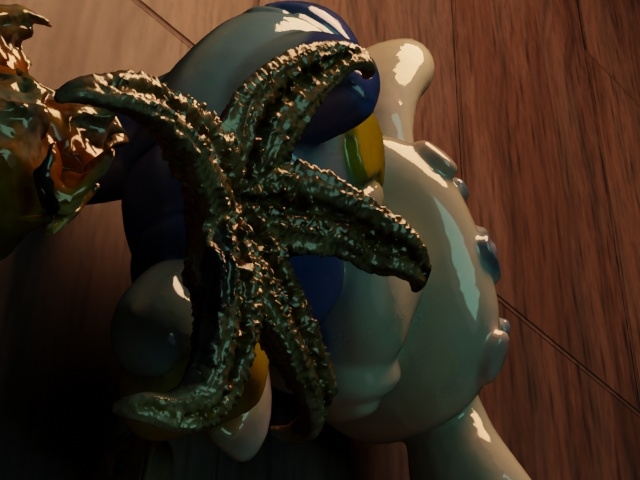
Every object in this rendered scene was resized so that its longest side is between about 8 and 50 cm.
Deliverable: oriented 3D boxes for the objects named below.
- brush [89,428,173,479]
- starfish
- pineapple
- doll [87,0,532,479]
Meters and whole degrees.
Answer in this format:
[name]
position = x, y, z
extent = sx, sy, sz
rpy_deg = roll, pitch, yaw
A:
[brush]
position = -0.113, 0.200, 0.569
extent = 0.065, 0.070, 0.327
rpy_deg = 33, 37, -22
[starfish]
position = -0.031, -0.015, 0.582
extent = 0.238, 0.057, 0.213
rpy_deg = 41, 53, -44
[pineapple]
position = -0.172, -0.020, 0.592
extent = 0.114, 0.186, 0.236
rpy_deg = 46, -10, -13
[doll]
position = 0.007, -0.006, 0.794
extent = 0.366, 0.187, 0.376
rpy_deg = 27, 27, -53
